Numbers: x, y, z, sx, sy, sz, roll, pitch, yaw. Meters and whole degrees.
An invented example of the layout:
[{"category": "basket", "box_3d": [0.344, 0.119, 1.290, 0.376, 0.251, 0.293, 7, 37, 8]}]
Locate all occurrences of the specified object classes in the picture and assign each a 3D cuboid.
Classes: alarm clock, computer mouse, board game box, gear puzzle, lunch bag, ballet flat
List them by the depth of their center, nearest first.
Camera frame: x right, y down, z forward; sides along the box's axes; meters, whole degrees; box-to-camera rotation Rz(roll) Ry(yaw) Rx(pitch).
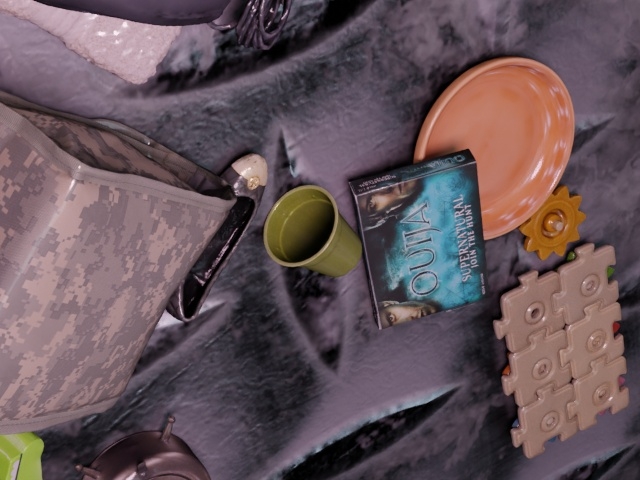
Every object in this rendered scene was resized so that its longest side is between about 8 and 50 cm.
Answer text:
[{"category": "computer mouse", "box_3d": [-0.121, -0.232, 0.959, 0.272, 0.072, 0.189, -4, 117, -31]}, {"category": "lunch bag", "box_3d": [-0.212, 0.021, 1.022, 0.235, 0.169, 0.287, -60, 154, 7]}, {"category": "ballet flat", "box_3d": [-0.092, -0.001, 1.168, 0.057, 0.049, 0.173, 22, 100, -39]}, {"category": "alarm clock", "box_3d": [-0.168, 0.275, 1.255, 0.129, 0.064, 0.192, -26, 128, -19]}, {"category": "board game box", "box_3d": [0.104, 0.002, 1.273, 0.126, 0.026, 0.186, -16, 130, -4]}, {"category": "gear puzzle", "box_3d": [0.269, 0.088, 1.454, 0.175, 0.044, 0.339, -24, 121, -19]}]

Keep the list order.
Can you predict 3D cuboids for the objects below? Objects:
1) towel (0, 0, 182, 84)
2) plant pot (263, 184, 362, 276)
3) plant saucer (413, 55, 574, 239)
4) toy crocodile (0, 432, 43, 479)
[{"category": "towel", "box_3d": [-0.142, -0.278, 0.999, 0.187, 0.049, 0.282, 28, 97, -38]}, {"category": "plant pot", "box_3d": [0.000, 0.000, 1.217, 0.083, 0.083, 0.079, -53, 141, 1]}, {"category": "plant saucer", "box_3d": [0.176, -0.097, 1.299, 0.200, 0.037, 0.200, -15, 121, -26]}, {"category": "toy crocodile", "box_3d": [-0.303, 0.304, 1.149, 0.105, 0.115, 0.341, -13, 123, -49]}]
